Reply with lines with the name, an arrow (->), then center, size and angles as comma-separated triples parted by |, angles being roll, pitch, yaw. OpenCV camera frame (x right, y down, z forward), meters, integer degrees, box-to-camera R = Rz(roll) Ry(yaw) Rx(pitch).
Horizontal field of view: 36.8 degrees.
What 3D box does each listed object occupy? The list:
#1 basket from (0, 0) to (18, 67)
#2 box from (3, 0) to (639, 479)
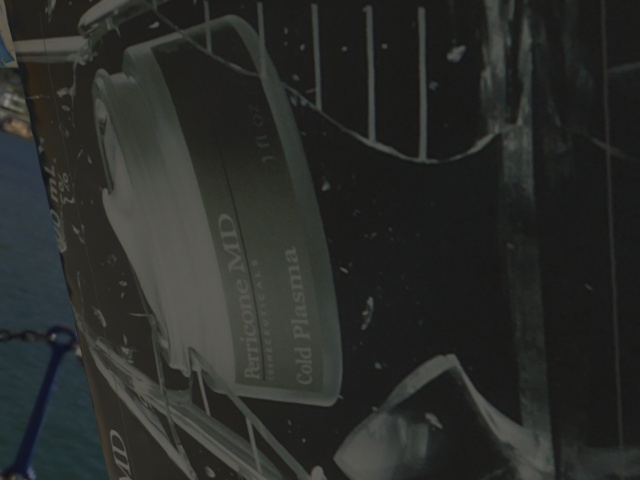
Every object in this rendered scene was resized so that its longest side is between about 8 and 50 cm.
basket -> -0.254, -0.325, 1.106 | 0.289, 0.254, 0.201 | -10, 7, 22
box -> 0.101, 0.053, 0.544 | 0.297, 0.479, 0.472 | -21, 20, -38
